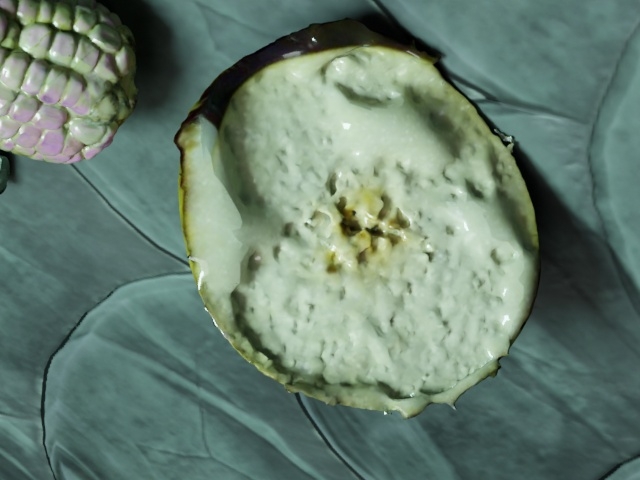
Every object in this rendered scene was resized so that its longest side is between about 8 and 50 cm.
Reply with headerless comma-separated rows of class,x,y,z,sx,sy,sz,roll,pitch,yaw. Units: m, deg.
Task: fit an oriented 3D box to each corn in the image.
corn,-0.278,-0.140,1.164,0.335,0.126,0.126,15,140,-29

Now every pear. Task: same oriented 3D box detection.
pear,0.001,0.003,1.195,0.267,0.267,0.178,42,156,-8

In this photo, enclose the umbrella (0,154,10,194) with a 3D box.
umbrella,-0.335,-0.070,1.377,0.188,0.046,0.050,15,169,16
